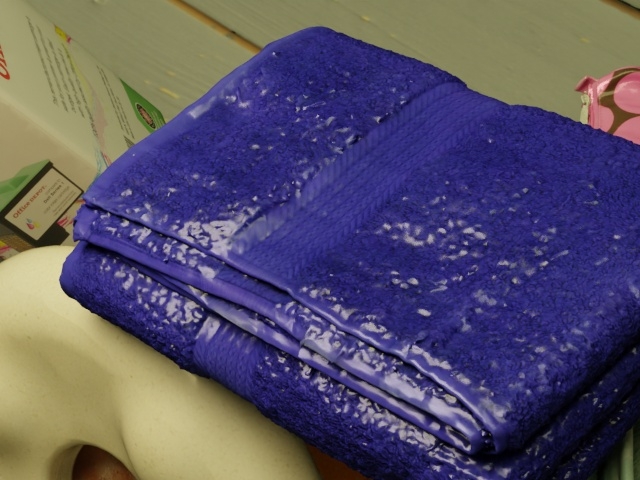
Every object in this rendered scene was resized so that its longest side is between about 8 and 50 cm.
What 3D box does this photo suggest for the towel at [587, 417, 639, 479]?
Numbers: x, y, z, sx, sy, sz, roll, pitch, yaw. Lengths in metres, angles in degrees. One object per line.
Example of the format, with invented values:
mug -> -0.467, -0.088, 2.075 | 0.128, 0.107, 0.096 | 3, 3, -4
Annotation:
towel -> 0.135, 0.168, 0.884 | 0.090, 0.374, 0.321 | 3, 45, 11

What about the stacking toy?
stacking toy -> 0.010, 0.114, 1.071 | 0.350, 0.351, 0.480 | 30, 35, 31

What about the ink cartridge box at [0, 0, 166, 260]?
ink cartridge box -> -0.228, -0.081, 1.233 | 0.117, 0.278, 0.201 | -38, 45, 13

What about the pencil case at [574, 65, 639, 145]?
pencil case -> 0.259, -0.053, 1.301 | 0.098, 0.095, 0.209 | 27, 40, -17

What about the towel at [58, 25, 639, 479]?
towel -> 0.037, -0.004, 0.768 | 0.308, 0.076, 0.227 | 26, 60, 37
